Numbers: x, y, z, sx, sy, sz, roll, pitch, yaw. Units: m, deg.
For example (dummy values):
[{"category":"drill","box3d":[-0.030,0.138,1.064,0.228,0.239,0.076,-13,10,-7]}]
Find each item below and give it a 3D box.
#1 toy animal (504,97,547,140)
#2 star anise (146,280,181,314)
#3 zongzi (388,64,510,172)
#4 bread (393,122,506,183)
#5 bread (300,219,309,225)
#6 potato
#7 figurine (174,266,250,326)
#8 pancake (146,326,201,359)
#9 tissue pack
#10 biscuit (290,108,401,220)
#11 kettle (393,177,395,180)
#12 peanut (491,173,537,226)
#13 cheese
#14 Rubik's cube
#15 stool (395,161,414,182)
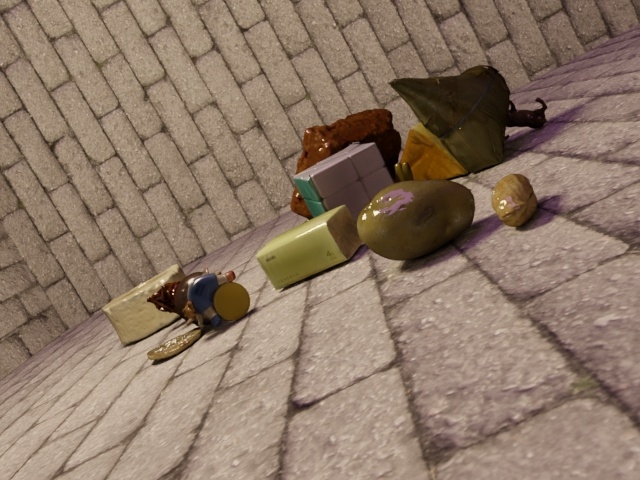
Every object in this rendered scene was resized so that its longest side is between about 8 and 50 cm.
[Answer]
[{"category":"toy animal","box3d":[0.594,-0.369,1.993,0.214,0.093,0.186,3,-9,16]},{"category":"star anise","box3d":[-0.396,0.178,1.929,0.220,0.126,0.190,-16,-4,-5]},{"category":"zongzi","box3d":[0.373,-0.430,1.806,0.174,0.393,0.356,-33,29,46]},{"category":"bread","box3d":[0.390,-0.235,2.067,0.233,0.245,0.361,-34,-20,-28]},{"category":"bread","box3d":[-0.003,-0.075,2.346,0.156,0.064,0.117,-33,8,-35]},{"category":"potato","box3d":[0.188,-0.044,1.251,0.235,0.160,0.178,-17,35,11]},{"category":"figurine","box3d":[-0.295,0.156,1.665,0.275,0.158,0.161,-11,56,65]},{"category":"pancake","box3d":[-0.374,0.268,1.635,0.158,0.028,0.158,-25,7,3]},{"category":"tissue pack","box3d":[-0.027,0.018,1.650,0.234,0.125,0.159,-25,9,29]},{"category":"biscuit","box3d":[0.096,-0.250,2.159,0.395,0.166,0.342,-25,-40,-37]},{"category":"kettle","box3d":[0.175,-0.233,2.499,0.232,0.144,0.202,-22,30,26]},{"category":"peanut","box3d":[0.346,-0.071,1.143,0.080,0.080,0.174,-25,11,22]},{"category":"cheese","box3d":[-0.572,0.214,2.190,0.292,0.153,0.332,-28,10,6]},{"category":"Rubik's cube","box3d":[0.080,-0.139,1.852,0.221,0.224,0.231,-29,13,-9]},{"category":"stool","box3d":[0.240,-0.174,1.980,0.134,0.110,0.135,-23,10,39]}]
